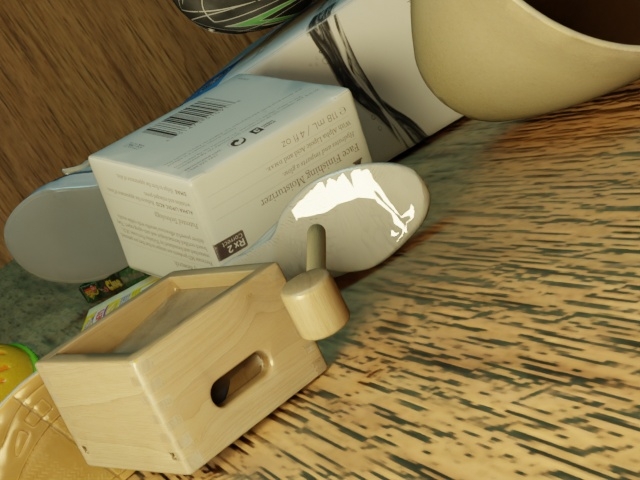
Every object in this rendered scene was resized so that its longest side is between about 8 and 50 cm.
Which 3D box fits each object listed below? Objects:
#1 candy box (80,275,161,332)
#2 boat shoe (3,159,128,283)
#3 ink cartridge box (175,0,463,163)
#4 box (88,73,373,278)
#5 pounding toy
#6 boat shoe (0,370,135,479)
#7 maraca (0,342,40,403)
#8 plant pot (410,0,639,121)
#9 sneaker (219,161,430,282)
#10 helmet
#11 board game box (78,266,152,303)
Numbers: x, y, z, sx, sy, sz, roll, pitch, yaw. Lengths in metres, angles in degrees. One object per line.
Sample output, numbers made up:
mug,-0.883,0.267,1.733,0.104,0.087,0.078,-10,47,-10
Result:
candy box,-0.169,0.092,1.418,0.105,0.027,0.206,-30,21,16
boat shoe,-0.209,-0.068,1.966,0.367,0.135,0.156,-25,13,30
ink cartridge box,0.066,-0.195,1.725,0.395,0.166,0.285,-30,11,29
box,-0.074,-0.052,1.449,0.181,0.119,0.182,-33,27,-28
pounding toy,-0.046,0.071,1.058,0.181,0.094,0.206,-35,17,-34
boat shoe,-0.213,0.157,1.149,0.277,0.098,0.096,-39,11,-17
maraca,-0.285,0.158,1.414,0.127,0.099,0.185,-41,34,9
plant pot,0.173,-0.203,1.292,0.256,0.256,0.274,-39,-6,-25
sneaker,0.000,0.000,1.297,0.212,0.080,0.094,-32,-2,22
helmet,-0.078,-0.294,1.709,0.169,0.169,0.162,-26,-3,43
board game box,-0.190,0.009,2.010,0.136,0.030,0.260,-43,13,-32
